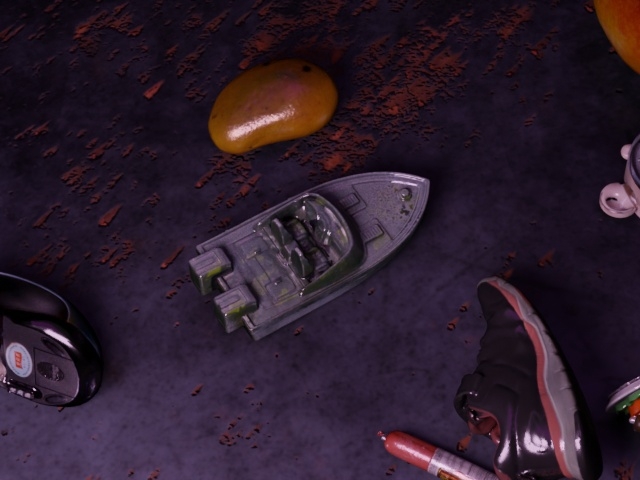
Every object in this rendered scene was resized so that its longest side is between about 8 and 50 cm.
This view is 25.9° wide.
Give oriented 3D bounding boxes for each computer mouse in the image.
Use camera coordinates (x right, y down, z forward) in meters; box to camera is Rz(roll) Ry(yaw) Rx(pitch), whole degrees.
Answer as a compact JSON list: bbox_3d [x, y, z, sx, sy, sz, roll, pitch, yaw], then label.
[{"bbox_3d":[-0.352,0.108,1.631,0.233,0.137,0.096,21,38,10],"label":"computer mouse"}]

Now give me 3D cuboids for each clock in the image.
[{"bbox_3d":[0.459,-0.085,1.747,0.229,0.063,0.156,-15,57,-7],"label":"clock"}]

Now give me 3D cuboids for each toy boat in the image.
[{"bbox_3d":[0.000,0.000,1.703,0.319,0.092,0.141,-28,61,-15],"label":"toy boat"}]

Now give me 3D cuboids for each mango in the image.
[{"bbox_3d":[-0.064,-0.181,1.835,0.178,0.090,0.115,-17,64,2],"label":"mango"}]

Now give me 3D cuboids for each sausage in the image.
[{"bbox_3d":[0.175,0.268,1.547,0.253,0.034,0.034,24,61,20],"label":"sausage"}]

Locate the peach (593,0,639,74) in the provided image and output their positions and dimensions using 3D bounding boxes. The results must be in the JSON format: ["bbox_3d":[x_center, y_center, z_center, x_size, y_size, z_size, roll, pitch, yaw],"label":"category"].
[{"bbox_3d":[0.484,-0.338,1.767,0.307,0.308,0.332,12,28,12],"label":"peach"}]

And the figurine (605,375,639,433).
[{"bbox_3d":[0.401,0.219,1.523,0.132,0.132,0.154,-19,70,-9],"label":"figurine"}]

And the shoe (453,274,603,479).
[{"bbox_3d":[0.218,0.169,1.572,0.137,0.114,0.291,-25,43,11],"label":"shoe"}]
